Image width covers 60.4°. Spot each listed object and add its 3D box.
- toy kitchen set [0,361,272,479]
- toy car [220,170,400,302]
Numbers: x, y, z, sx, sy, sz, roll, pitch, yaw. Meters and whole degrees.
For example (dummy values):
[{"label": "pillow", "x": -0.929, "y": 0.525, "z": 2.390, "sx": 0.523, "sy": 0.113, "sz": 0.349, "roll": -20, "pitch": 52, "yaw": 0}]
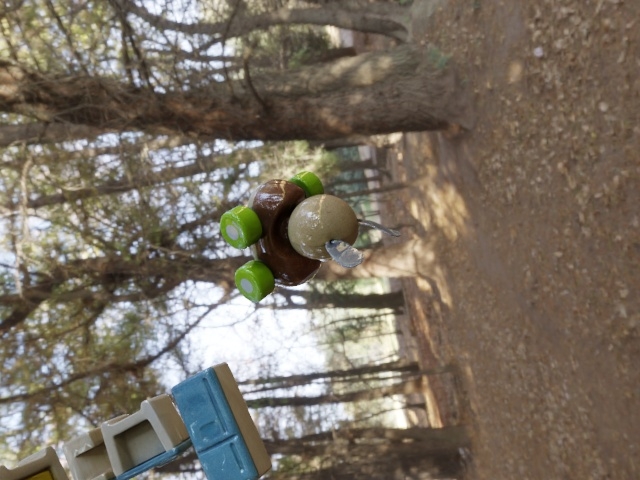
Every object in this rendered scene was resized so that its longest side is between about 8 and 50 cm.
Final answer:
[{"label": "toy kitchen set", "x": -0.185, "y": 0.227, "z": 0.529, "sx": 0.122, "sy": 0.207, "sz": 0.166, "roll": 63, "pitch": -167, "yaw": 11}, {"label": "toy car", "x": 0.000, "y": 0.000, "z": 0.688, "sx": 0.155, "sy": 0.188, "sz": 0.149, "roll": -35, "pitch": -56, "yaw": -42}]
